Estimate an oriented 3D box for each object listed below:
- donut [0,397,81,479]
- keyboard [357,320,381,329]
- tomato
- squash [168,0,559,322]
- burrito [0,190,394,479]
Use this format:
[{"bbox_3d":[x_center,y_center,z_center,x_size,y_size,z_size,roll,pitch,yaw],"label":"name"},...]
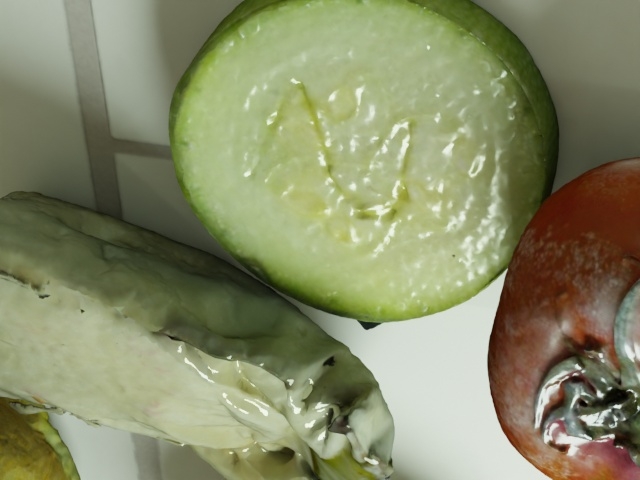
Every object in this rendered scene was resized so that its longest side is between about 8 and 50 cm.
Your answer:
[{"bbox_3d":[-0.321,0.211,1.532,0.261,0.128,0.208,-32,95,18],"label":"donut"},{"bbox_3d":[0.000,0.000,1.353,0.053,0.010,0.155,-30,110,37],"label":"keyboard"},{"bbox_3d":[0.218,0.058,1.191,0.232,0.188,0.232,15,128,20],"label":"tomato"},{"bbox_3d":[0.031,-0.057,1.264,0.252,0.049,0.252,8,125,12],"label":"squash"},{"bbox_3d":[-0.097,0.077,1.371,0.331,0.135,0.190,22,140,1],"label":"burrito"}]
